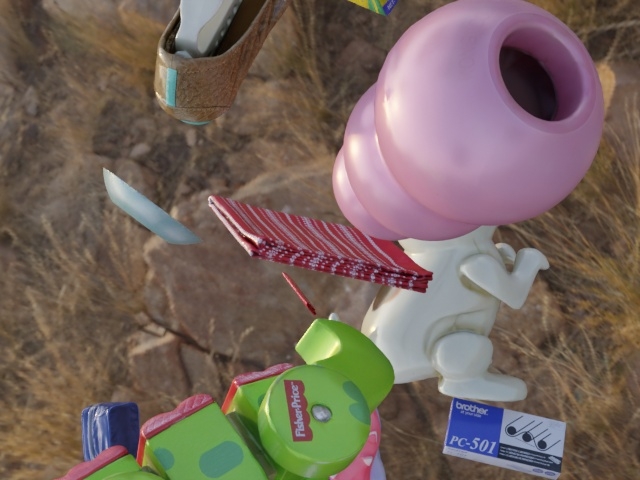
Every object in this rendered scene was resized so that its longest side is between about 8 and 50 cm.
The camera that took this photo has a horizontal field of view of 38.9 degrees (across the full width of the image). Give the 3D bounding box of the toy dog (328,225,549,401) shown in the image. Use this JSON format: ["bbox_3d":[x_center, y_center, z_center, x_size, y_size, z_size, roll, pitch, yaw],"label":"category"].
[{"bbox_3d":[0.219,0.057,1.703,0.395,0.284,0.408,5,97,-1],"label":"toy dog"}]

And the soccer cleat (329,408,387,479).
[{"bbox_3d":[0.047,0.283,1.156,0.083,0.095,0.248,-10,103,6],"label":"soccer cleat"}]

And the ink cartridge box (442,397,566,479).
[{"bbox_3d":[0.331,0.357,1.636,0.207,0.046,0.097,11,59,7],"label":"ink cartridge box"}]

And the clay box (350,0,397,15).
[{"bbox_3d":[0.030,-0.263,0.592,0.053,0.222,0.127,31,85,26],"label":"clay box"}]

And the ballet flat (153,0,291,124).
[{"bbox_3d":[-0.088,-0.285,0.969,0.116,0.124,0.342,21,67,12],"label":"ballet flat"}]

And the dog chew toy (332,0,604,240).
[{"bbox_3d":[0.118,-0.092,0.887,0.332,0.206,0.207,144,132,-61],"label":"dog chew toy"}]

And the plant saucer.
[{"bbox_3d":[-0.273,-0.043,1.430,0.195,0.195,0.037,33,83,35],"label":"plant saucer"}]

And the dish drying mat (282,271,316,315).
[{"bbox_3d":[-0.031,0.077,1.337,0.008,0.032,0.083,-40,42,0],"label":"dish drying mat"}]

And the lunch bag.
[{"bbox_3d":[-0.308,0.286,1.325,0.065,0.067,0.099,-7,83,32],"label":"lunch bag"}]

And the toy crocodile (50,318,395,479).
[{"bbox_3d":[-0.080,0.145,0.543,0.105,0.340,0.115,49,142,21],"label":"toy crocodile"}]

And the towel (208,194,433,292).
[{"bbox_3d":[0.000,0.000,1.233,0.199,0.274,0.031,43,116,59],"label":"towel"}]
